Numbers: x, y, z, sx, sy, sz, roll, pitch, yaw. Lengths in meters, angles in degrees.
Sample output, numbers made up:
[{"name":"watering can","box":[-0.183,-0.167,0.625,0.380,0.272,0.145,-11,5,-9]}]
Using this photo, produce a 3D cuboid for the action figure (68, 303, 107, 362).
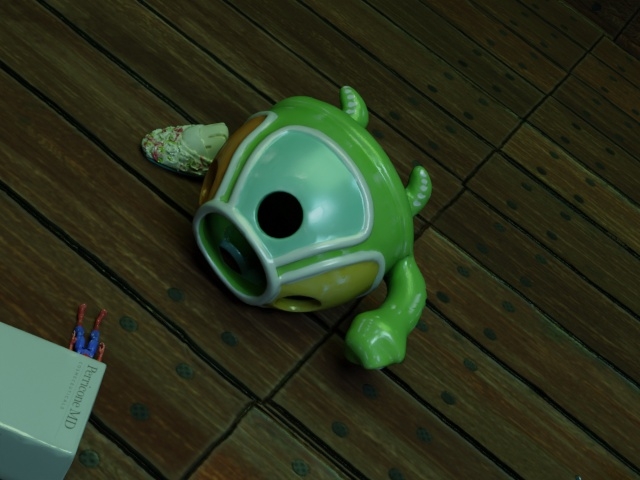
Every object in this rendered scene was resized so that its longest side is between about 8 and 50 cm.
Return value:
[{"name":"action figure","box":[-0.248,0.116,1.055,0.038,0.030,0.115,22,40,-22]}]

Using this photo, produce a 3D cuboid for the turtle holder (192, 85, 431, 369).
[{"name":"turtle holder","box":[-0.014,-0.005,1.226,0.227,0.243,0.320,-35,112,-36]}]

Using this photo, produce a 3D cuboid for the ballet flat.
[{"name":"ballet flat","box":[-0.120,-0.118,1.367,0.240,0.077,0.091,17,41,-19]}]

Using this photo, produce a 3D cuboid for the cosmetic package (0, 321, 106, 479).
[{"name":"cosmetic package","box":[-0.328,0.135,0.929,0.231,0.085,0.117,22,39,-11]}]

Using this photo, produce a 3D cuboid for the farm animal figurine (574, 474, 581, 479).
[{"name":"farm animal figurine","box":[0.460,0.399,1.096,0.172,0.330,0.327,-23,91,-50]}]
